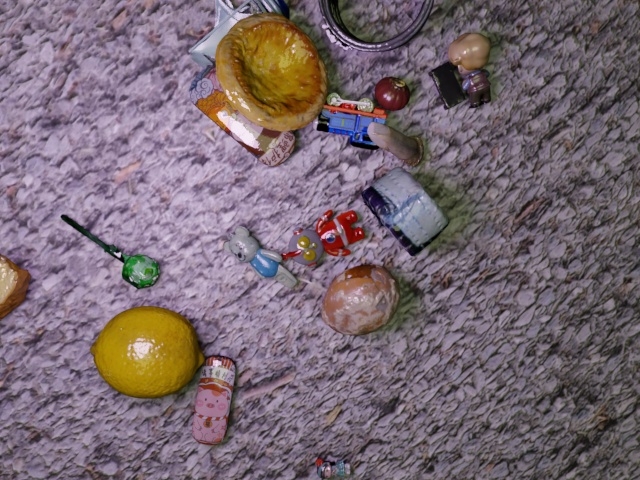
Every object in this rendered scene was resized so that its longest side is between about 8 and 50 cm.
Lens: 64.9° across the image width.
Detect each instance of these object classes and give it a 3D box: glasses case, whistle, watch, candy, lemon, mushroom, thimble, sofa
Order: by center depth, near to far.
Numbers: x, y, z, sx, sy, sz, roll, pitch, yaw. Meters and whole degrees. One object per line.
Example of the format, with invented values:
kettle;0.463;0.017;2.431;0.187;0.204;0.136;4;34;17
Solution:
watch;0.119;-0.645;1.270;0.335;0.314;0.326;2;109;11
thimble;0.223;-0.081;1.339;0.150;0.237;0.237;-42;98;3
lemon;-0.456;0.297;1.344;0.267;0.267;0.267;0;97;-3
mushroom;0.205;-0.264;1.350;0.209;0.071;0.084;14;94;-47
glasses case;-0.208;-0.331;1.360;0.321;0.082;0.122;40;88;-7
candy;-0.587;0.020;1.394;0.323;0.097;0.097;35;94;1
sofa;0.352;-0.430;1.402;0.060;0.039;0.118;-28;97;-1
whistle;-0.167;0.057;1.414;0.236;0.077;0.114;39;125;-9
glasses case;-0.309;0.464;1.462;0.103;0.067;0.266;8;97;-6

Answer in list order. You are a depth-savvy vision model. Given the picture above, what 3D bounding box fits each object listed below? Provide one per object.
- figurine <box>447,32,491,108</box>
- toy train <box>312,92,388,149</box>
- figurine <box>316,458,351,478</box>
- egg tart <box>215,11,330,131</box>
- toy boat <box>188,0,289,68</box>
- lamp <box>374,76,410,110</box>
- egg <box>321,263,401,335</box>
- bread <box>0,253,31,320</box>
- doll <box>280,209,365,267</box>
figurine;0.422;-0.469;1.381;0.114;0.108;0.196;-19;116;9
toy train;0.076;-0.328;1.377;0.204;0.083;0.131;9;99;-4
figurine;0.039;0.688;1.521;0.106;0.047;0.060;1;106;-5
egg tart;-0.127;-0.417;1.286;0.319;0.128;0.318;5;78;-24
toy boat;-0.227;-0.590;1.332;0.292;0.070;0.210;-16;103;1
lamp;0.196;-0.400;1.372;0.101;0.090;0.101;11;57;-18
egg;0.110;0.166;1.388;0.233;0.195;0.194;-26;98;13
bread;-0.882;0.135;1.352;0.229;0.139;0.143;-44;95;2
doll;0.000;0.000;1.419;0.245;0.076;0.142;-23;97;-4
